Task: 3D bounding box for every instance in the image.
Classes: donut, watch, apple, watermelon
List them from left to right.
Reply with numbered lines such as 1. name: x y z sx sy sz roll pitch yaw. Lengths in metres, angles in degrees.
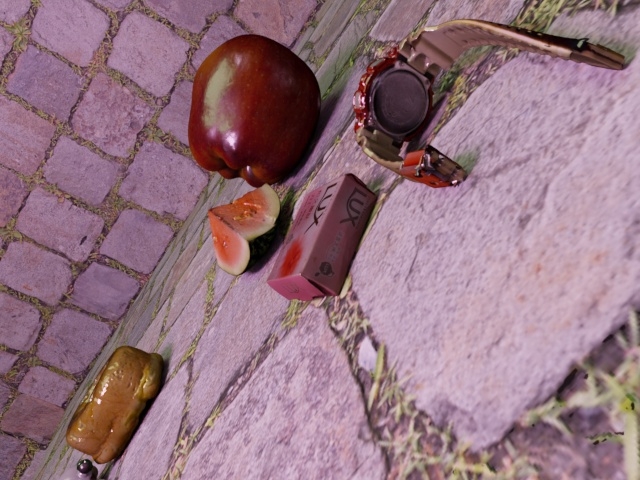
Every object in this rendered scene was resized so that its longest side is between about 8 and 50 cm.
1. donut: -0.479 0.372 1.080 0.262 0.128 0.208 -58 20 -3
2. watermelon: -0.129 -0.025 0.885 0.145 0.137 0.193 -30 3 -33
3. apple: -0.141 -0.281 1.006 0.288 0.288 0.317 -14 61 62
4. watch: 0.127 -0.130 0.452 0.165 0.102 0.268 -61 28 15

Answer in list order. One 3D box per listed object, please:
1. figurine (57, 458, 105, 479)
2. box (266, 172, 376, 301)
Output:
1. figurine: -0.516 0.547 0.983 0.197 0.093 0.147 3 86 59
2. box: 0.000 0.000 0.589 0.111 0.060 0.156 -18 45 58
